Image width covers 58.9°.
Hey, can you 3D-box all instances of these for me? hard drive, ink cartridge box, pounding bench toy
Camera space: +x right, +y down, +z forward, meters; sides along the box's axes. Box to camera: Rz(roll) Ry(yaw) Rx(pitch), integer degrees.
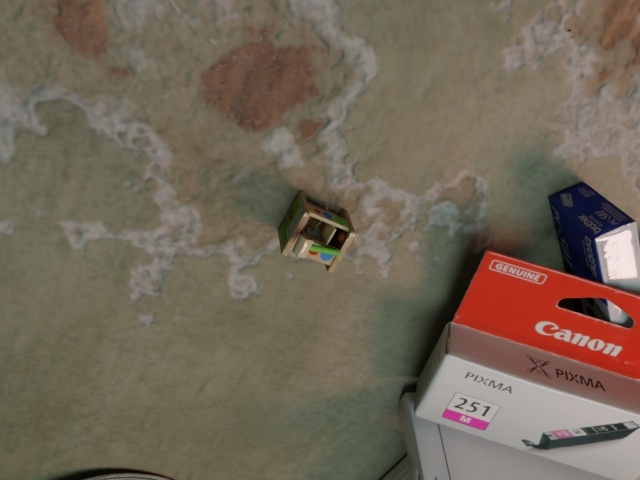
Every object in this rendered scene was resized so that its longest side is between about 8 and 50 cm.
[{"bbox_3d":[0.290,0.299,0.701,0.352,0.233,0.047,1,141,-10],"label":"hard drive"},{"bbox_3d":[0.270,0.151,0.629,0.274,0.060,0.239,17,132,4],"label":"ink cartridge box"},{"bbox_3d":[0.317,0.046,0.636,0.046,0.097,0.207,-24,120,5],"label":"ink cartridge box"},{"bbox_3d":[0.000,0.000,0.567,0.065,0.083,0.052,22,114,-19],"label":"pounding bench toy"}]

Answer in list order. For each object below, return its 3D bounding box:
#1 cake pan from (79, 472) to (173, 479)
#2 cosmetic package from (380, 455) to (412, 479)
[{"bbox_3d":[-0.283,0.447,0.767,0.293,0.054,0.294,-7,114,-15],"label":"cake pan"},{"bbox_3d":[0.242,0.474,0.839,0.385,0.156,0.217,34,109,-23],"label":"cosmetic package"}]
